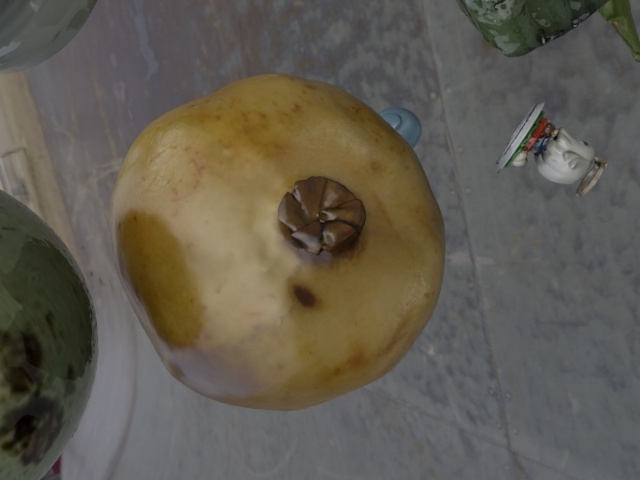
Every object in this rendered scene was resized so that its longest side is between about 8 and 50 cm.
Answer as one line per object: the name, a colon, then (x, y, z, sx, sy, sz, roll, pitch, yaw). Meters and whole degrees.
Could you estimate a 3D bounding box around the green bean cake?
green bean cake: (0.236, -0.332, 0.683, 0.125, 0.222, 0.227, 37, -155, -48)

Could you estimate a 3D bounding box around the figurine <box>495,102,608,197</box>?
figurine: (0.379, -0.131, 1.026, 0.154, 0.132, 0.132, 33, 142, 7)

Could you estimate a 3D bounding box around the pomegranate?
pomegranate: (-0.042, 0.009, 0.561, 0.307, 0.307, 0.307, 39, 138, 46)

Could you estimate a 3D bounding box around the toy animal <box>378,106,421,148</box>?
toy animal: (0.073, -0.140, 1.221, 0.210, 0.221, 0.229, 51, 138, 16)

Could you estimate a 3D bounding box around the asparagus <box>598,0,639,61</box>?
asparagus: (0.397, -0.312, 0.859, 0.041, 0.045, 0.178, 109, 160, -65)

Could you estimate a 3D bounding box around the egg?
egg: (-0.319, 0.084, 0.470, 0.379, 0.287, 0.287, 7, 112, 49)

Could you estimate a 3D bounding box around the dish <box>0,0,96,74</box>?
dish: (-0.334, -0.275, 0.529, 0.134, 0.273, 0.273, -67, -31, -72)
